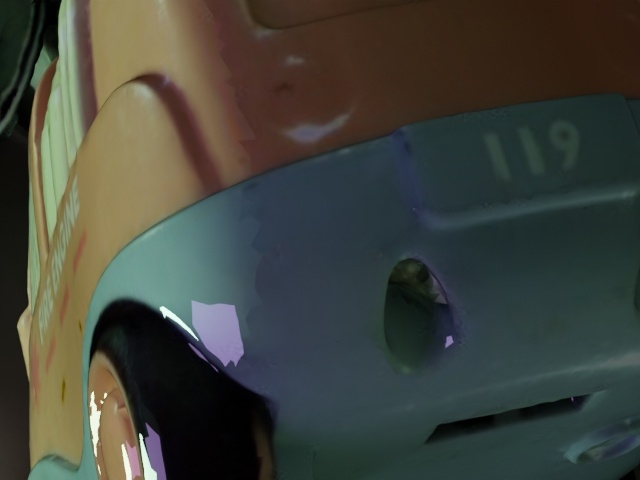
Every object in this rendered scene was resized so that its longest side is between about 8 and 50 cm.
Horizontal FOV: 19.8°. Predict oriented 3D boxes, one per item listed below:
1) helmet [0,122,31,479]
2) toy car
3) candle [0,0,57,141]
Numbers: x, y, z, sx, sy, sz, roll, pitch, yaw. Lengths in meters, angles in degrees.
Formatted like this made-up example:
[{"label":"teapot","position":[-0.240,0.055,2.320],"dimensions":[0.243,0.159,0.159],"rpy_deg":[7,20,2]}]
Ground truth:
[{"label":"helmet","position":[-0.228,0.086,1.064],"dimensions":[0.271,0.197,0.338],"rpy_deg":[24,129,56]},{"label":"toy car","position":[0.000,0.000,0.526],"dimensions":[0.270,0.180,0.212],"rpy_deg":[117,140,-59]},{"label":"candle","position":[-0.298,-0.144,0.978],"dimensions":[0.330,0.187,0.187],"rpy_deg":[22,129,47]}]
